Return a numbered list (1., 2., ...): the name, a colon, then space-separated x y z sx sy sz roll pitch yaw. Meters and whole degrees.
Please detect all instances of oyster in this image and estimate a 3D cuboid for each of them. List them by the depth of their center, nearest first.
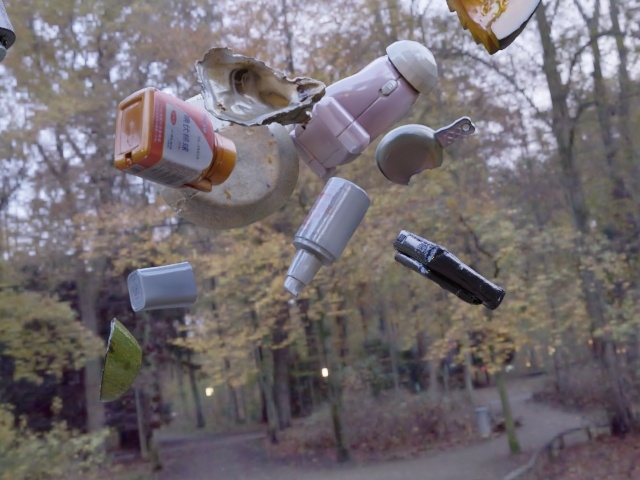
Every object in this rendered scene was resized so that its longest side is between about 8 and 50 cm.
1. oyster: -0.108 -0.250 1.437 0.233 0.161 0.107 -5 -16 -31

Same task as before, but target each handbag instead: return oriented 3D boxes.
1. handbag: 0.308 0.077 2.019 0.244 0.088 0.275 32 -2 -17

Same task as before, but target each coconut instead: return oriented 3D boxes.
1. coconut: -0.231 -0.194 1.958 0.346 0.346 0.360 -7 8 -10

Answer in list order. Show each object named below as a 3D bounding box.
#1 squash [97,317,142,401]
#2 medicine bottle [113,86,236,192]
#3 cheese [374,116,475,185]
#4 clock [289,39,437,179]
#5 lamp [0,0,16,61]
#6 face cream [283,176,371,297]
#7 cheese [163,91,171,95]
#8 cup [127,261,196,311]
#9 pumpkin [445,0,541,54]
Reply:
1. squash: -0.464 0.278 1.927 0.085 0.191 0.184 10 -31 -10
2. medicine bottle: -0.276 -0.184 1.573 0.112 0.149 0.222 -15 -23 40
3. cheese: 0.289 -0.255 2.227 0.286 0.082 0.163 -21 -60 28
4. clock: 0.108 -0.324 1.987 0.326 0.184 0.342 -39 8 -21
5. lamp: -0.704 -0.446 1.534 0.205 0.272 0.374 -22 -19 -20
6. face cream: 0.000 0.000 1.639 0.101 0.251 0.101 30 -14 8
7. cheese: -0.413 -0.366 2.174 0.041 0.084 0.060 -5 -49 -6
8. cup: -0.355 0.107 1.816 0.129 0.095 0.128 -5 -11 -34
9. pumpkin: 0.283 -0.405 1.298 0.149 0.254 0.130 -32 -29 7
